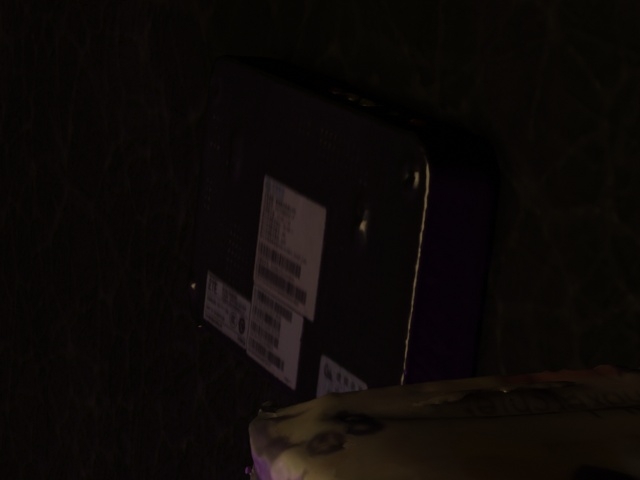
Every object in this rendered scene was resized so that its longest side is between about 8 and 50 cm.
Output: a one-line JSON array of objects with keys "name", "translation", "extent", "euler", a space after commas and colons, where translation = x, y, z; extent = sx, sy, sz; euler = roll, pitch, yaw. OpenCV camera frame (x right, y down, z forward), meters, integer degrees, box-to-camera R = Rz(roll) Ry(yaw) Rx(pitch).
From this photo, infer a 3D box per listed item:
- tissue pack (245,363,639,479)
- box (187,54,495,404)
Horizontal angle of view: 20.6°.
[{"name": "tissue pack", "translation": [0.133, 0.168, 0.712], "extent": [0.343, 0.242, 0.125], "euler": [-142, 53, -58]}, {"name": "box", "translation": [0.000, 0.000, 1.193], "extent": [0.350, 0.058, 0.211], "euler": [-151, 63, -61]}]
